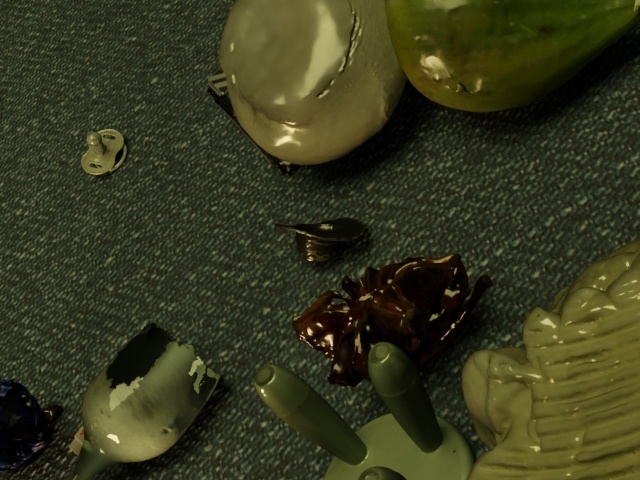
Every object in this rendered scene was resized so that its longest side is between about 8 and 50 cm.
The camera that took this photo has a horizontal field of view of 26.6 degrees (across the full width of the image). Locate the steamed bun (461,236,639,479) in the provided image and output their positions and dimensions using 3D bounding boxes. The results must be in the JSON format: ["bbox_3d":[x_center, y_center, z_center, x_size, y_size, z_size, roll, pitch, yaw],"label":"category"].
[{"bbox_3d":[0.304,0.186,1.255,0.339,0.247,0.352,-32,60,37],"label":"steamed bun"}]

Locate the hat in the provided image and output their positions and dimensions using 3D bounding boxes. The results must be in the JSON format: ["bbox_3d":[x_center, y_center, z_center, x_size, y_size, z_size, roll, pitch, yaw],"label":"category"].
[{"bbox_3d":[0.000,0.000,1.740,0.121,0.121,0.050,9,104,40],"label":"hat"}]

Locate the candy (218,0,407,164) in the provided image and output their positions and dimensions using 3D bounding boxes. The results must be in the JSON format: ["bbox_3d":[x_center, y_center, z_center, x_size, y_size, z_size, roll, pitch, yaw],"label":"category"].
[{"bbox_3d":[0.004,-0.241,1.808,0.295,0.185,0.296,-7,73,24],"label":"candy"}]

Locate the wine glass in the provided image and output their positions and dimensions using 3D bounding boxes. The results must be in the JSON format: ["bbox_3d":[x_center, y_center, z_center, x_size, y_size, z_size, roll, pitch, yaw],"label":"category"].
[{"bbox_3d":[-0.262,0.254,1.695,0.143,0.143,0.321,26,75,45],"label":"wine glass"}]

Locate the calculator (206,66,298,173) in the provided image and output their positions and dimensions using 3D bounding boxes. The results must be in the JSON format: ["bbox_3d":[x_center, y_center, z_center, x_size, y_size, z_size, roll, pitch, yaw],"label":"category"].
[{"bbox_3d":[-0.057,-0.215,1.968,0.165,0.028,0.274,-41,45,0],"label":"calculator"}]

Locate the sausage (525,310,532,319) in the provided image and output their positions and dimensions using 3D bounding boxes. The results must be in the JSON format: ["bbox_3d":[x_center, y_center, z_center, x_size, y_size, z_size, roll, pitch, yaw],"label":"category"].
[{"bbox_3d":[0.256,0.126,1.483,0.024,0.024,0.132,-36,45,9],"label":"sausage"}]

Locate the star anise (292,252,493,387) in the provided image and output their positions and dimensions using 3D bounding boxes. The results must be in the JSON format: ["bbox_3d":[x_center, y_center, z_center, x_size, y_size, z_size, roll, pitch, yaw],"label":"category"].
[{"bbox_3d":[0.077,0.097,1.560,0.190,0.126,0.220,-26,15,-20],"label":"star anise"}]

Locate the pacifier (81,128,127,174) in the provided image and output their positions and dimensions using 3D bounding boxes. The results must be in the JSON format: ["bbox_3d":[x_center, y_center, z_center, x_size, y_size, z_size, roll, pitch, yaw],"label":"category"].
[{"bbox_3d":[-0.338,-0.143,2.095,0.068,0.064,0.083,13,66,22],"label":"pacifier"}]

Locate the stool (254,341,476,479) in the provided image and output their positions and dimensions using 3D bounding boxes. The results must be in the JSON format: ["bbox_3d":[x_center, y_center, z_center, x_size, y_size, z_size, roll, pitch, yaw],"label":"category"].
[{"bbox_3d":[0.041,0.234,1.438,0.195,0.199,0.195,-14,50,29],"label":"stool"}]

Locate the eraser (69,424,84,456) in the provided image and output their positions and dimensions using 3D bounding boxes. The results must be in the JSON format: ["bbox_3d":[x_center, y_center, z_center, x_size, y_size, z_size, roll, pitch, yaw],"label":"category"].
[{"bbox_3d":[-0.277,0.239,1.788,0.122,0.029,0.052,-52,44,-8],"label":"eraser"}]

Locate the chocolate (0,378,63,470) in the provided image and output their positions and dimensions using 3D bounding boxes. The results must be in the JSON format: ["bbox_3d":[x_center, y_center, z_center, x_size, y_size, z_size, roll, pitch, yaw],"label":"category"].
[{"bbox_3d":[-0.396,0.226,1.692,0.148,0.343,0.126,-9,83,-12],"label":"chocolate"}]

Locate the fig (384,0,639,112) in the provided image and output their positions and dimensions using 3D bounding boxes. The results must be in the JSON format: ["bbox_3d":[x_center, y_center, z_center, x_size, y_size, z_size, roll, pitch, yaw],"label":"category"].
[{"bbox_3d":[0.230,-0.259,1.649,0.314,0.233,0.233,22,73,37],"label":"fig"}]
